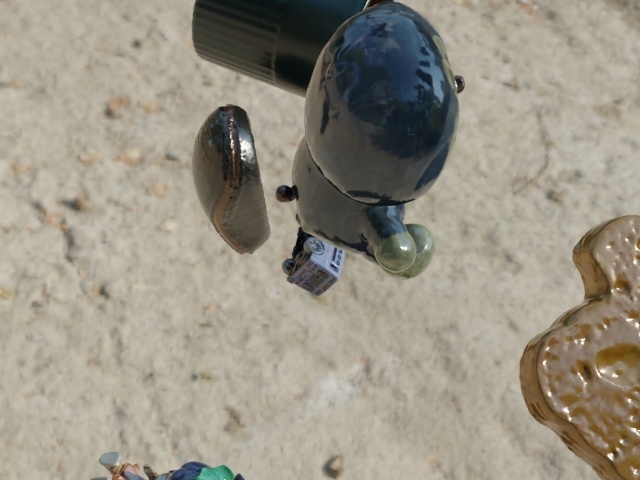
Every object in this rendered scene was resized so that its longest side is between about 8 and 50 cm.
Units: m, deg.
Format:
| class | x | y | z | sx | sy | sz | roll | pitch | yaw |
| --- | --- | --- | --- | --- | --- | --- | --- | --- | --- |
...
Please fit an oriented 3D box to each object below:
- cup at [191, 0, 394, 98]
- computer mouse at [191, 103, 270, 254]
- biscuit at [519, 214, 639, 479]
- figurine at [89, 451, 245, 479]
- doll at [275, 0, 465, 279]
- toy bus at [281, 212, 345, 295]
| class | x | y | z | sx | sy | sz | roll | pitch | yaw |
| --- | --- | --- | --- | --- | --- | --- | --- | --- | --- |
| cup | -0.040 | -0.407 | 1.917 | 0.292 | 0.307 | 0.242 | 19 | -2 | 12 |
| computer mouse | -0.154 | -0.101 | 1.876 | 0.116 | 0.323 | 0.182 | -7 | 60 | 0 |
| biscuit | 0.372 | 0.126 | 1.145 | 0.351 | 0.057 | 0.312 | 17 | 71 | -15 |
| figurine | -0.193 | 0.327 | 1.430 | 0.195 | 0.102 | 0.111 | 1 | 47 | 28 |
| doll | 0.052 | -0.096 | 1.004 | 0.154 | 0.258 | 0.228 | 3 | 57 | -16 |
| toy bus | 0.000 | 0.000 | 1.653 | 0.076 | 0.073 | 0.167 | 32 | 42 | -17 |
